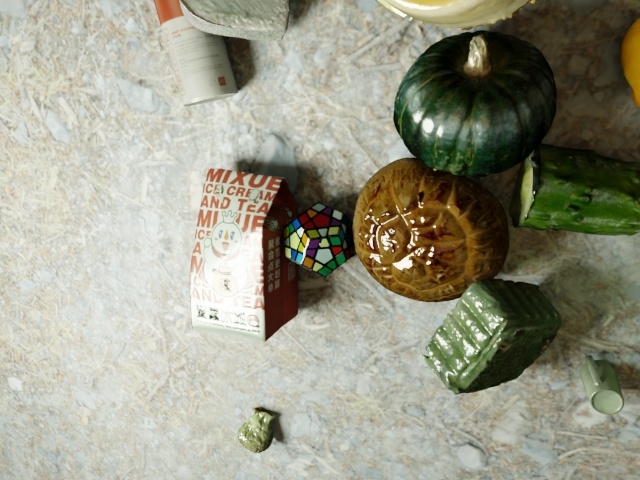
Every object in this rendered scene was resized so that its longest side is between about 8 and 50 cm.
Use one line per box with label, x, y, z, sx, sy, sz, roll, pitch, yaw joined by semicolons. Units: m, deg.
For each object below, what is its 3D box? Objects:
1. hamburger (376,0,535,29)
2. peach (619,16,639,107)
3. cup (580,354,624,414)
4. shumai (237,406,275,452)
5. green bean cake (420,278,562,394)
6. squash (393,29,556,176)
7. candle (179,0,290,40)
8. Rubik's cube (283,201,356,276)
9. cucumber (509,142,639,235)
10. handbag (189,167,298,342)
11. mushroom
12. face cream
hamburger;0.176;-0.415;0.613;0.302;0.170;0.301;14;116;30
peach;0.459;-0.234;0.626;0.138;0.138;0.138;6;110;16
cup;0.462;0.232;0.811;0.055;0.083;0.074;3;108;19
shumai;-0.128;0.407;1.077;0.083;0.082;0.080;29;116;-17
green bean cake;0.277;0.156;0.789;0.181;0.173;0.094;-61;42;27
squash;0.209;-0.188;0.685;0.218;0.172;0.218;-1;82;6
candle;-0.113;-0.384;0.761;0.192;0.068;0.168;-43;104;-3
Rubik's cube;0.000;0.000;0.860;0.112;0.133;0.133;-6;106;25
cucumber;0.406;-0.061;0.715;0.245;0.134;0.134;9;111;5
handbag;-0.142;0.020;0.904;0.171;0.151;0.297;6;106;22
mushroom;0.168;-0.011;0.794;0.253;0.153;0.253;11;121;20
face cream;-0.212;-0.342;0.829;0.096;0.096;0.214;-8;105;21
